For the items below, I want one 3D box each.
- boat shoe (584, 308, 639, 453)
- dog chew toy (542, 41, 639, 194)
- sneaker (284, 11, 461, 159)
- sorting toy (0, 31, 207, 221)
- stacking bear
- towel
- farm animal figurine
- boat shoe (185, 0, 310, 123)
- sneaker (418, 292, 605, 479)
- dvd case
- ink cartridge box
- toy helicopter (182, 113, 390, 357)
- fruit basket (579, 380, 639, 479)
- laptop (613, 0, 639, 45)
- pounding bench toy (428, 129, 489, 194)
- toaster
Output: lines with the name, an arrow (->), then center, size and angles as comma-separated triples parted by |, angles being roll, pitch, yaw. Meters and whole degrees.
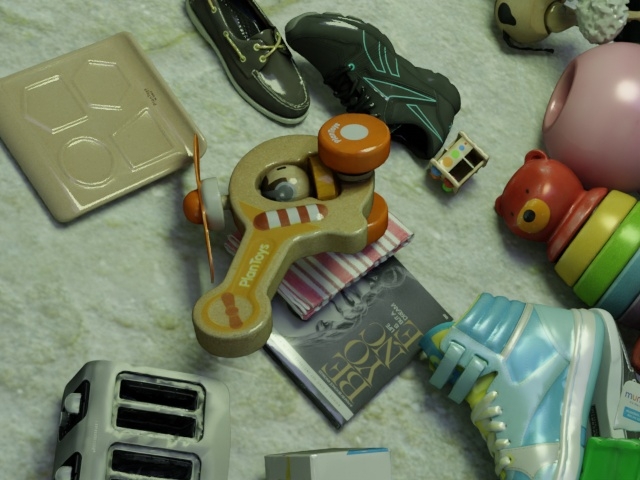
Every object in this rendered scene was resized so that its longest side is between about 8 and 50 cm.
boat shoe -> 0.363, 0.198, 1.512 | 0.076, 0.080, 0.229 | 4, 72, -32
dog chew toy -> 0.473, -0.134, 1.661 | 0.331, 0.207, 0.207 | 21, 57, -4
sneaker -> 0.067, -0.200, 1.582 | 0.267, 0.101, 0.106 | 27, 66, -21
sorting toy -> -0.267, -0.135, 1.456 | 0.208, 0.038, 0.193 | -30, 78, -29
stacking bear -> 0.360, 0.004, 1.584 | 0.289, 0.175, 0.164 | 38, 37, 10
towel -> 0.000, 0.000, 1.487 | 0.144, 0.029, 0.197 | 41, 53, 20
farm animal figurine -> 0.292, -0.428, 1.755 | 0.172, 0.330, 0.327 | -6, 94, -29
boat shoe -> -0.088, -0.249, 1.573 | 0.081, 0.069, 0.228 | -34, 80, -34
sneaker -> 0.198, 0.207, 1.429 | 0.208, 0.127, 0.319 | 17, 64, 0
dvd case -> 0.037, 0.097, 1.469 | 0.164, 0.018, 0.221 | 47, 56, 6
ink cartridge box -> 0.004, 0.266, 1.296 | 0.092, 0.143, 0.090 | -1, 81, -24
toy helicopter -> -0.067, -0.009, 1.365 | 0.235, 0.140, 0.355 | 11, 42, 13
fruit basket -> 0.435, 0.365, 1.412 | 0.353, 0.165, 0.327 | 24, 75, -31
laptop -> 0.599, -0.350, 1.965 | 0.264, 0.136, 0.234 | 35, 51, -34
pounding bench toy -> 0.178, -0.096, 1.620 | 0.065, 0.083, 0.052 | -44, 83, -3
toaster -> -0.177, 0.225, 1.249 | 0.185, 0.110, 0.168 | 12, 60, -18
